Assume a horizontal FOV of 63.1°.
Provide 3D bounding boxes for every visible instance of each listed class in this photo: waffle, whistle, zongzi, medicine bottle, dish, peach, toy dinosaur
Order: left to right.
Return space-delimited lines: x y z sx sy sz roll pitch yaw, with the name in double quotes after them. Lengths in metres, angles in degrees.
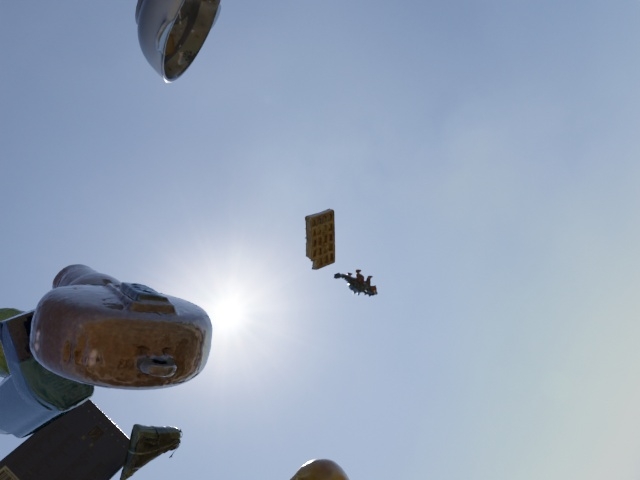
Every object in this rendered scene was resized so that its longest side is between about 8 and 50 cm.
-0.356 0.171 0.642 0.258 0.124 0.079 -36 -5 40 "medicine bottle"
-0.145 0.049 0.360 0.107 0.220 0.057 11 -90 -36 "whistle"
-0.349 0.443 1.079 0.109 0.055 0.119 17 -92 -37 "zongzi"
-0.238 -0.384 0.853 0.228 0.086 0.236 -60 7 9 "dish"
-0.009 0.561 1.109 0.179 0.179 0.103 -54 -49 -16 "peach"
0.000 0.000 1.189 0.092 0.021 0.135 -21 -63 -45 "waffle"
0.089 0.104 1.278 0.154 0.049 0.055 23 -118 -37 "toy dinosaur"

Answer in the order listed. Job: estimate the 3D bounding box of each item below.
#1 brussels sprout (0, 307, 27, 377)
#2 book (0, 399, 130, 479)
-0.613 0.204 1.023 0.117 0.155 0.155 -84 -13 -52 "brussels sprout"
-0.559 0.488 1.122 0.269 0.191 0.025 -43 -6 -44 "book"
